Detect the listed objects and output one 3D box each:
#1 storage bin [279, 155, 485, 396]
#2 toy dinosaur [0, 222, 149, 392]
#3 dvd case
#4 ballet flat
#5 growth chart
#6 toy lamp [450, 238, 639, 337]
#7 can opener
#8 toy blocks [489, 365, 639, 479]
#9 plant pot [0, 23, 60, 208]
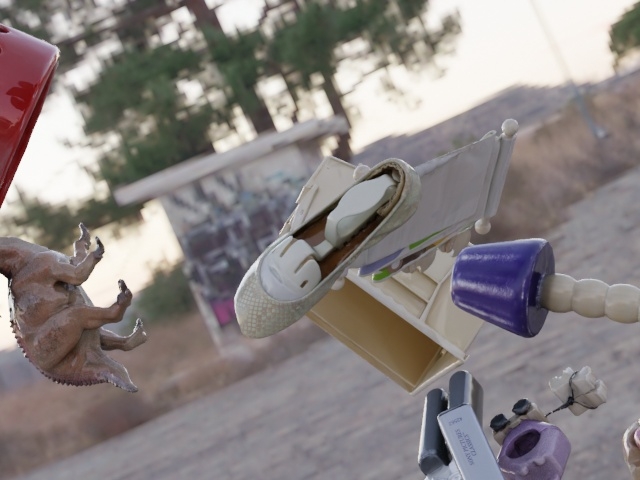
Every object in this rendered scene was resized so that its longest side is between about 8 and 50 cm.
[{"bbox_3d":[0.068,0.044,1.801,0.123,0.260,0.262,-54,-1,-16],"label":"storage bin"},{"bbox_3d":[-0.331,0.089,1.802,0.200,0.295,0.127,-30,-13,-12],"label":"toy dinosaur"},{"bbox_3d":[0.129,0.226,0.767,0.022,0.180,0.253,-24,44,1],"label":"dvd case"},{"bbox_3d":[0.000,0.000,1.059,0.168,0.057,0.052,-43,-20,-7],"label":"ballet flat"},{"bbox_3d":[0.101,-0.029,1.429,0.237,0.021,0.172,-21,-38,-39],"label":"growth chart"},{"bbox_3d":[0.232,0.046,1.117,0.275,0.080,0.080,7,12,22],"label":"toy lamp"},{"bbox_3d":[0.146,0.236,1.602,0.074,0.093,0.280,-37,17,18],"label":"can opener"},{"bbox_3d":[0.381,0.279,1.539,0.288,0.309,0.260,-37,19,13],"label":"toy blocks"},{"bbox_3d":[-0.318,-0.099,1.193,0.191,0.174,0.191,-61,11,21],"label":"plant pot"}]
